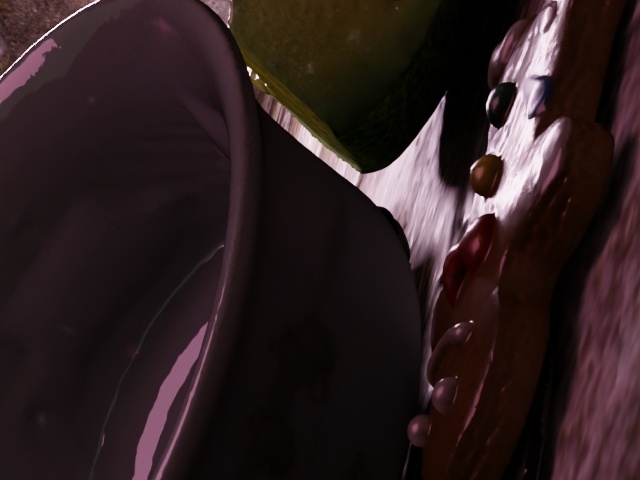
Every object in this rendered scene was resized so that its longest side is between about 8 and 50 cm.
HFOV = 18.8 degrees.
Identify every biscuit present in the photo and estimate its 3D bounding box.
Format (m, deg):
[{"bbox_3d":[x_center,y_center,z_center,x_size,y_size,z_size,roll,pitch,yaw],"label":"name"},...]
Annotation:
[{"bbox_3d":[0.062,-0.007,0.630,0.138,0.031,0.205,120,166,-63],"label":"biscuit"}]

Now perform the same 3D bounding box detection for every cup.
[{"bbox_3d":[-0.077,0.078,0.847,0.347,0.163,0.347,-36,40,39],"label":"cup"}]

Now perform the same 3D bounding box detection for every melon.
[{"bbox_3d":[0.020,-0.128,1.004,0.323,0.124,0.196,89,-163,-85],"label":"melon"}]

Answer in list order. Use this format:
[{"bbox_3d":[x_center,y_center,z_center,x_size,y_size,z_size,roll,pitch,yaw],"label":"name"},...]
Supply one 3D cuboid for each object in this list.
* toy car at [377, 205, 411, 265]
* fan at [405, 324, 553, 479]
[{"bbox_3d":[0.000,0.000,0.996,0.142,0.069,0.055,-172,63,-80],"label":"toy car"},{"bbox_3d":[0.031,0.130,0.700,0.223,0.012,0.294,-81,9,-53],"label":"fan"}]
